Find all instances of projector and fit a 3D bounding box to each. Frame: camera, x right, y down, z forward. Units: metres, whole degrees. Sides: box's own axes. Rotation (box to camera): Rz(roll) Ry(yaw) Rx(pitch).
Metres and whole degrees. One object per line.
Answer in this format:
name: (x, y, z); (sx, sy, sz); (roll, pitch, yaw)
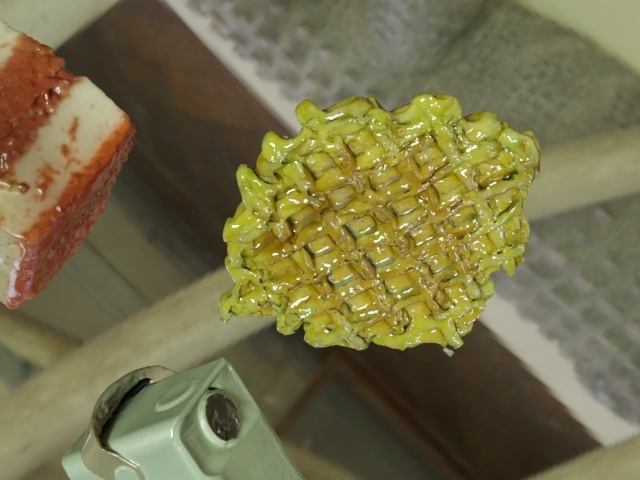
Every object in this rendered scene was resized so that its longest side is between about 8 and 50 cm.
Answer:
projector: (-0.145, 0.250, 1.742); (0.177, 0.163, 0.242); (-24, 105, 31)

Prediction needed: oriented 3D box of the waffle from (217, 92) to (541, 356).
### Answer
waffle: (0.045, -0.009, 1.241); (0.245, 0.052, 0.254); (5, 130, -17)

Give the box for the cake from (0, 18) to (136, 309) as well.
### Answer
cake: (-0.440, -0.108, 2.120); (0.319, 0.270, 0.269); (32, 152, -1)
